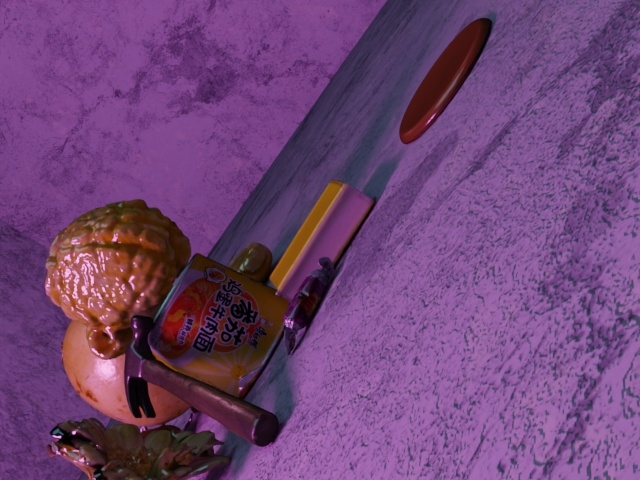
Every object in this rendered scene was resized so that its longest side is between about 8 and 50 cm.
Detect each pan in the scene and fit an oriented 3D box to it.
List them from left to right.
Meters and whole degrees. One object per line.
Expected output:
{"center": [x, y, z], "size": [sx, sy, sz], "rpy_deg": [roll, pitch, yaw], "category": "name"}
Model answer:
{"center": [-0.269, 0.354, 2.000], "size": [0.115, 0.023, 0.068], "rpy_deg": [-58, 10, -1], "category": "pan"}

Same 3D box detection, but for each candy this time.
{"center": [-0.024, 0.101, 1.506], "size": [0.043, 0.045, 0.175], "rpy_deg": [6, 57, 42], "category": "candy"}

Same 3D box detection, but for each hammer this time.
{"center": [-0.198, 0.231, 1.444], "size": [0.440, 0.044, 0.168], "rpy_deg": [9, 96, 55], "category": "hammer"}

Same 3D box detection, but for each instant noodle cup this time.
{"center": [-0.195, 0.156, 1.722], "size": [0.264, 0.200, 0.264], "rpy_deg": [-56, 8, 12], "category": "instant noodle cup"}

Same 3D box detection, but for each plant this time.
{"center": [-0.317, 0.375, 1.460], "size": [0.297, 0.261, 0.306], "rpy_deg": [-56, -2, 11], "category": "plant"}

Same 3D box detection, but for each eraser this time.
{"center": [0.000, 0.000, 1.616], "size": [0.226, 0.069, 0.158], "rpy_deg": [-57, 8, 1], "category": "eraser"}

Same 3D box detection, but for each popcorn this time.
{"center": [-0.375, 0.054, 1.670], "size": [0.286, 0.225, 0.174], "rpy_deg": [-53, 5, 21], "category": "popcorn"}

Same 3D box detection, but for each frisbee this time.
{"center": [0.206, -0.272, 1.591], "size": [0.251, 0.021, 0.251], "rpy_deg": [-54, 11, 15], "category": "frisbee"}

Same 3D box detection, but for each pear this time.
{"center": [-0.368, 0.229, 1.924], "size": [0.309, 0.309, 0.309], "rpy_deg": [-56, 10, 14], "category": "pear"}

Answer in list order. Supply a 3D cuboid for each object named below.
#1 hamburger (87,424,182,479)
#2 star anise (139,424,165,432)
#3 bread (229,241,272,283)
{"center": [-0.372, 0.441, 1.859], "size": [0.183, 0.130, 0.206], "rpy_deg": [-33, 8, 24], "category": "hamburger"}
{"center": [-0.405, 0.490, 2.064], "size": [0.231, 0.089, 0.209], "rpy_deg": [-52, 2, 33], "category": "star anise"}
{"center": [-0.170, 0.077, 2.199], "size": [0.177, 0.084, 0.119], "rpy_deg": [-43, 19, 55], "category": "bread"}
